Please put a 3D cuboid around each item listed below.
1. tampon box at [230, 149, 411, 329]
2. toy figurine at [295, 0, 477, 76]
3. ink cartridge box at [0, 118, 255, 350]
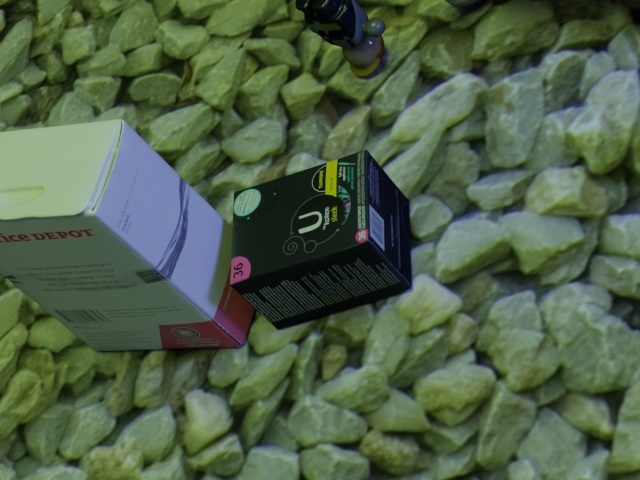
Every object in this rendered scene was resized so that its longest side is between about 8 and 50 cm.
[{"bbox_3d":[0.000,0.000,1.672,0.161,0.101,0.120,-18,50,22],"label":"tampon box"},{"bbox_3d":[0.064,-0.317,1.834,0.209,0.148,0.213,-37,48,13],"label":"toy figurine"},{"bbox_3d":[-0.220,0.002,1.688,0.207,0.283,0.117,-3,58,31],"label":"ink cartridge box"}]
